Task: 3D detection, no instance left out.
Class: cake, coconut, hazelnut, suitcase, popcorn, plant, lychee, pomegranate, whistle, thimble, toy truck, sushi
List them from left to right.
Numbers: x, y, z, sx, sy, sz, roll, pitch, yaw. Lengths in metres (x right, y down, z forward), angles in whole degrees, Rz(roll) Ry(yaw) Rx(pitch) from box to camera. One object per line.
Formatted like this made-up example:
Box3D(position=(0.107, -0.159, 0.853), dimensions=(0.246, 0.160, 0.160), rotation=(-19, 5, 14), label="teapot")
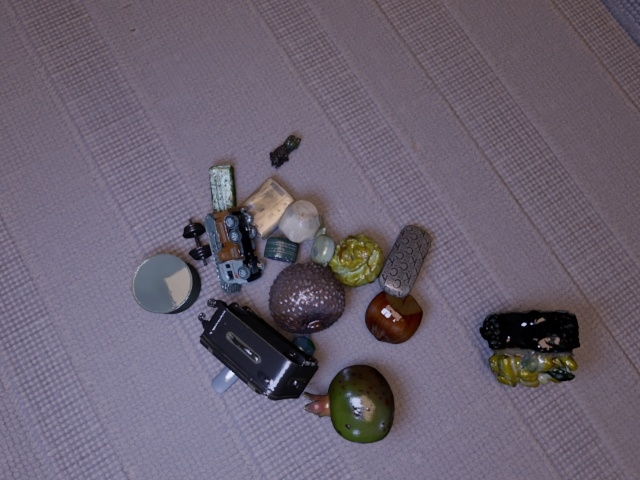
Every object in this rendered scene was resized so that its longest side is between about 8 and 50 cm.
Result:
Box3D(position=(-0.411, -0.202, 1.730), dimensions=(0.100, 0.099, 0.234), rotation=(-5, 100, -4), label="cake")
Box3D(position=(-0.347, 0.043, 1.608), dimensions=(0.185, 0.133, 0.337), rotation=(-10, 96, 24), label="toy truck")
Box3D(position=(-0.224, 0.389, 1.435), dimensions=(0.434, 0.283, 0.194), rotation=(29, 84, 27), label="suitcase")
Box3D(position=(-0.158, 0.040, 1.648), dimensions=(0.135, 0.118, 0.090), rotation=(12, 80, -5), label="thimble")
Box3D(position=(-0.157, -0.391, 1.760), dimensions=(0.085, 0.087, 0.174), rotation=(44, 84, -24), label="plant")
Box3D(position=(-0.083, -0.068, 1.609), dimensions=(0.161, 0.162, 0.160), rotation=(14, 44, -13), label="coconut")
Box3D(position=(-0.049, 0.222, 1.548), dimensions=(0.301, 0.300, 0.299), rotation=(1, 79, -3), label="lychee")
Box3D(position=(0.000, 0.000, 1.640), dimensions=(0.067, 0.126, 0.257), rotation=(19, 43, -27), label="whistle")
Box3D(position=(0.114, 0.607, 1.457), dimensions=(0.324, 0.291, 0.290), rotation=(-20, 80, -18), label="pomegranate")
Box3D(position=(0.146, 0.084, 1.623), dimensions=(0.204, 0.184, 0.221), rotation=(43, 94, 25), label="popcorn")
Box3D(position=(0.285, 0.303, 1.603), dimensions=(0.212, 0.180, 0.181), rotation=(28, 49, 2), label="hazelnut")
Box3D(position=(0.801, 0.408, 1.524), dimensions=(0.329, 0.328, 0.284), rotation=(3, 73, -7), label="sushi")

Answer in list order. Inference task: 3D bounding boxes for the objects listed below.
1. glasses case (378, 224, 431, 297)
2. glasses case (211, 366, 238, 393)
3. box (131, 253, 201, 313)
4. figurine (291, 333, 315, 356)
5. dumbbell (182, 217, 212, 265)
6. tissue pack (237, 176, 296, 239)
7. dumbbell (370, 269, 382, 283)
Box3D(position=(0.344, 0.076, 1.633), dimensions=(0.137, 0.085, 0.354), rotation=(27, 54, 8), label="glasses case")
Box3D(position=(-0.346, 0.517, 1.581), dimensions=(0.067, 0.045, 0.178), rotation=(44, 79, 6), label="glasses case")
Box3D(position=(-0.596, 0.174, 1.584), dimensions=(0.227, 0.149, 0.225), rotation=(1, 79, -3), label="box")
Box3D(position=(-0.100, 0.454, 1.586), dimensions=(0.179, 0.114, 0.144), rotation=(-19, 103, 5), label="figurine")
Box3D(position=(-0.499, 0.006, 1.649), dimensions=(0.099, 0.099, 0.208), rotation=(-21, 79, -7), label="dumbbell")
Box3D(position=(-0.221, -0.134, 1.695), dimensions=(0.222, 0.090, 0.186), rotation=(-44, 85, -11), label="tissue pack")
Box3D(position=(0.234, 0.151, 1.687), dimensions=(0.084, 0.040, 0.035), rotation=(-17, 50, -6), label="dumbbell")
